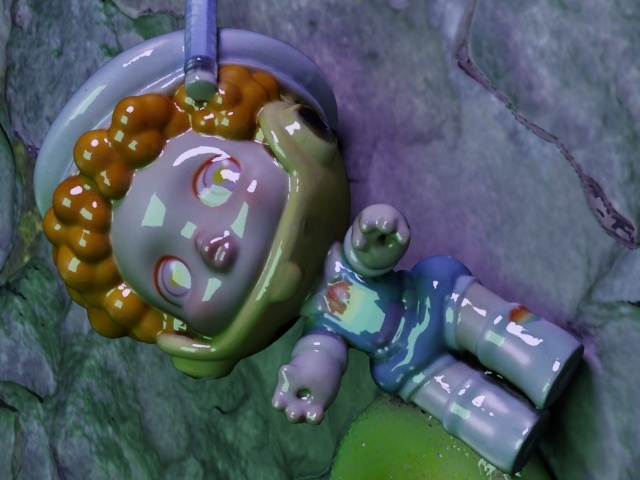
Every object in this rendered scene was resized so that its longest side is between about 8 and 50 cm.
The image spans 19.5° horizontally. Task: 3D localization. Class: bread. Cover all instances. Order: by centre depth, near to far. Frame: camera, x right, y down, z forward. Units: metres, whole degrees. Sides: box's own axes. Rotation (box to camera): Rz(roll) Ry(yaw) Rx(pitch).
[{"bbox_3d":[0.081,0.210,1.267,0.228,0.033,0.228,8,102,45],"label":"bread"}]

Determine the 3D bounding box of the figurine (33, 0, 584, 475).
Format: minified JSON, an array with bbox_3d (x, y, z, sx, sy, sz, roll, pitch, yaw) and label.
[{"bbox_3d":[-0.012,0.028,1.239,0.382,0.205,0.224,45,112,13],"label":"figurine"}]
